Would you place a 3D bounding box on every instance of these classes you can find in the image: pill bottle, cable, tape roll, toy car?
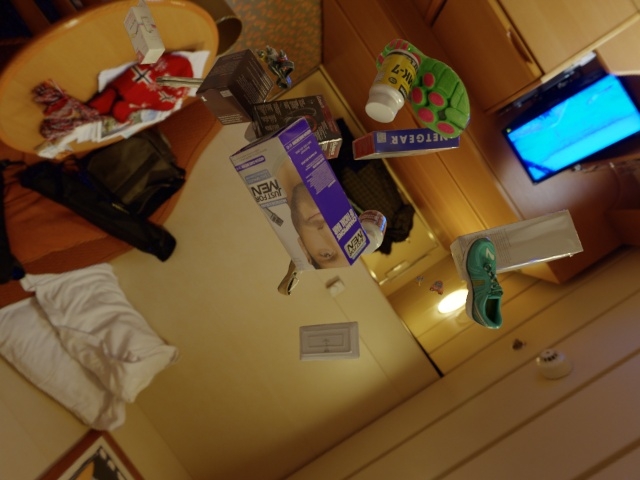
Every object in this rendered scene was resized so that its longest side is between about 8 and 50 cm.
[{"bbox_3d":[0.229,-0.495,1.291,0.208,0.119,0.119,-66,-168,-13],"label":"pill bottle"},{"bbox_3d":[-0.146,-0.679,1.585,0.140,0.072,0.287,10,-177,12],"label":"cable"},{"bbox_3d":[-0.277,-0.565,1.985,0.219,0.072,0.219,-29,-140,28],"label":"tape roll"},{"bbox_3d":[0.263,-0.044,2.188,0.169,0.169,0.301,-32,-167,25],"label":"pill bottle"},{"bbox_3d":[0.339,0.133,1.262,0.122,0.060,0.040,25,-90,46],"label":"toy car"}]

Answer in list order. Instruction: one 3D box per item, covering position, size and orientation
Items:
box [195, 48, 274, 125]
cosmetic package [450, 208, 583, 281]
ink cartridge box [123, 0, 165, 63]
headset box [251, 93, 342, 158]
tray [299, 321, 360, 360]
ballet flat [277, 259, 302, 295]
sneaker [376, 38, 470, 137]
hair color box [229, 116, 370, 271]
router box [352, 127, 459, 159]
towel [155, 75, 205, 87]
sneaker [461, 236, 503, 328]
[{"bbox_3d":[-0.314,-0.566,1.489,0.169,0.167,0.203,6,-118,34],"label":"box"},{"bbox_3d":[0.670,0.027,1.405,0.366,0.155,0.197,-15,167,5],"label":"cosmetic package"},{"bbox_3d":[-0.657,-0.771,1.471,0.067,0.198,0.115,-26,-170,-39],"label":"ink cartridge box"},{"bbox_3d":[-0.073,-0.385,1.406,0.294,0.217,0.110,-14,155,-15],"label":"headset box"},{"bbox_3d":[0.027,0.408,1.614,0.271,0.145,0.030,-11,160,26],"label":"tray"},{"bbox_3d":[-0.124,0.158,1.897,0.232,0.073,0.080,-63,159,12],"label":"ballet flat"},{"bbox_3d":[0.387,-0.544,1.425,0.202,0.482,0.185,13,133,-46],"label":"sneaker"},{"bbox_3d":[-0.045,-0.092,0.944,0.185,0.338,0.110,-9,-149,45],"label":"hair color box"},{"bbox_3d":[0.330,-0.386,1.604,0.336,0.082,0.301,-6,-172,-9],"label":"router box"},{"bbox_3d":[-0.646,-0.769,1.952,0.283,0.049,0.187,-8,-157,-27],"label":"towel"},{"bbox_3d":[0.485,0.123,1.156,0.107,0.274,0.110,-12,-168,-11],"label":"sneaker"}]
